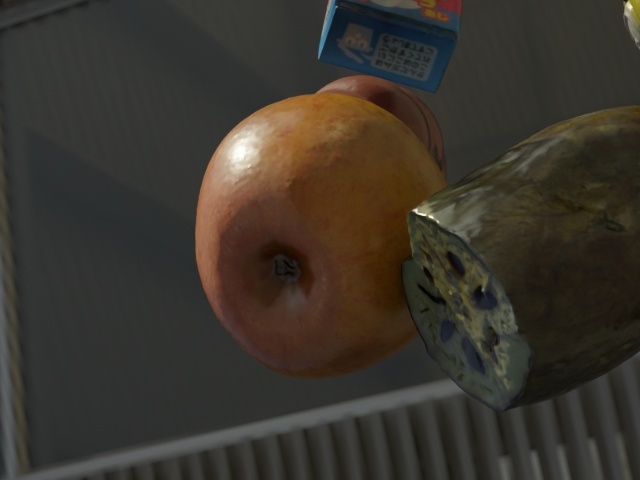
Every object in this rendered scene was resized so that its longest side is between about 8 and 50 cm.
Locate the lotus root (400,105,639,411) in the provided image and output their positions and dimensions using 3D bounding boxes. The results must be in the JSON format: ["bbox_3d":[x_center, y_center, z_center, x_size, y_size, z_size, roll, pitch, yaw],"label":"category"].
[{"bbox_3d":[0.262,0.006,1.695,0.250,0.346,0.250,45,153,31],"label":"lotus root"}]

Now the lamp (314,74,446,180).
[{"bbox_3d":[0.056,-0.062,2.259,0.305,0.240,0.305,-43,-32,-35],"label":"lamp"}]

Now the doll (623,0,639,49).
[{"bbox_3d":[0.410,-0.230,1.844,0.199,0.145,0.363,41,175,36],"label":"doll"}]

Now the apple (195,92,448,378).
[{"bbox_3d":[0.000,0.000,1.854,0.299,0.299,0.275,69,-156,-18],"label":"apple"}]

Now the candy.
[{"bbox_3d":[0.096,-0.325,2.142,0.305,0.157,0.100,-80,7,-47],"label":"candy"}]
